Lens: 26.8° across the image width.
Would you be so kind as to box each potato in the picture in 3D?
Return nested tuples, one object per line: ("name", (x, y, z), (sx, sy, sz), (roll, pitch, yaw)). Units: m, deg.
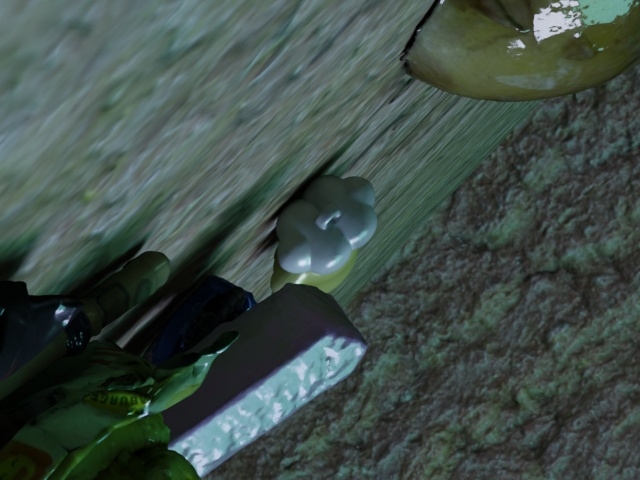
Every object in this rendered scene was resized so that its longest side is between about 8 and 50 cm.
("potato", (0.191, -0.187, 0.863), (0.299, 0.116, 0.239), (-47, 170, -5))

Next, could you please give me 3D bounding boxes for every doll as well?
("doll", (0.000, 0.000, 1.013), (0.106, 0.062, 0.162), (-49, 176, -14))

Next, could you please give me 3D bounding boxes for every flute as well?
("flute", (-0.141, 0.061, 0.596), (0.233, 0.027, 0.027), (-39, 171, -48))

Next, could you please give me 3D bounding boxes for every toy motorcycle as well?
("toy motorcycle", (-0.097, 0.094, 0.926), (0.205, 0.076, 0.114), (-53, 175, 31))

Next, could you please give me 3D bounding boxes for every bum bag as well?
("bum bag", (-0.128, 0.038, 0.482), (0.058, 0.034, 0.124), (-33, 178, 15))

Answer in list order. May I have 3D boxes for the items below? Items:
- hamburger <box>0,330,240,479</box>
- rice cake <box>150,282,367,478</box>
("hamburger", (-0.127, 0.130, 0.654), (0.235, 0.125, 0.214), (-31, -177, -7))
("rice cake", (-0.129, 0.142, 0.802), (0.365, 0.072, 0.056), (-35, 132, -13))
